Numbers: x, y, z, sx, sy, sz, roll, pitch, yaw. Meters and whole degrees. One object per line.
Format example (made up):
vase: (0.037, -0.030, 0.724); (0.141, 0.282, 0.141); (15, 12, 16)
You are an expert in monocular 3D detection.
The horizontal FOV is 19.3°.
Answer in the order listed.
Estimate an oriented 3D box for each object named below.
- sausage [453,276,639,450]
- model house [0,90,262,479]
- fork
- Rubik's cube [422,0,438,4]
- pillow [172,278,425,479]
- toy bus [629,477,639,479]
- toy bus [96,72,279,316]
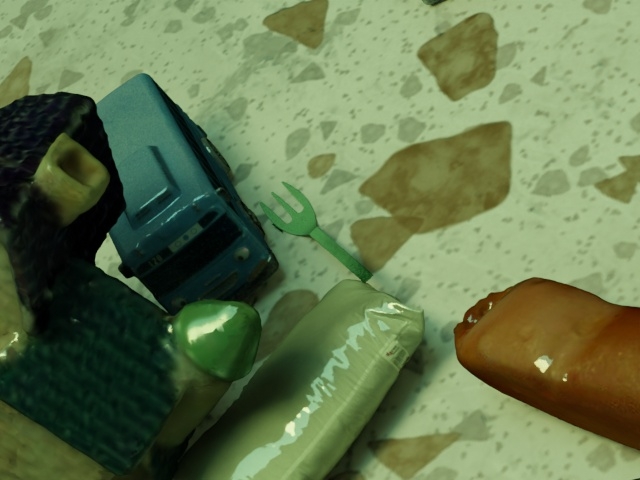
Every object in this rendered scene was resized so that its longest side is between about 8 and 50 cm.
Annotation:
sausage: (0.237, 0.100, 1.319); (0.348, 0.094, 0.097); (14, 51, 46)
model house: (-0.202, 0.046, 1.471); (0.284, 0.298, 0.243); (-49, 10, 42)
fork: (0.001, 0.001, 1.625); (0.039, 0.021, 0.235); (-46, 29, 0)
Rubik's cube: (0.133, -0.382, 1.740); (0.205, 0.207, 0.205); (-24, 43, 21)
pillow: (-0.024, 0.137, 1.502); (0.254, 0.078, 0.144); (-50, 31, -10)
toy bus: (0.125, 0.260, 1.206); (0.275, 0.167, 0.139); (-18, 46, 26)
toy bus: (-0.140, -0.037, 1.700); (0.116, 0.133, 0.234); (-37, 40, 4)
